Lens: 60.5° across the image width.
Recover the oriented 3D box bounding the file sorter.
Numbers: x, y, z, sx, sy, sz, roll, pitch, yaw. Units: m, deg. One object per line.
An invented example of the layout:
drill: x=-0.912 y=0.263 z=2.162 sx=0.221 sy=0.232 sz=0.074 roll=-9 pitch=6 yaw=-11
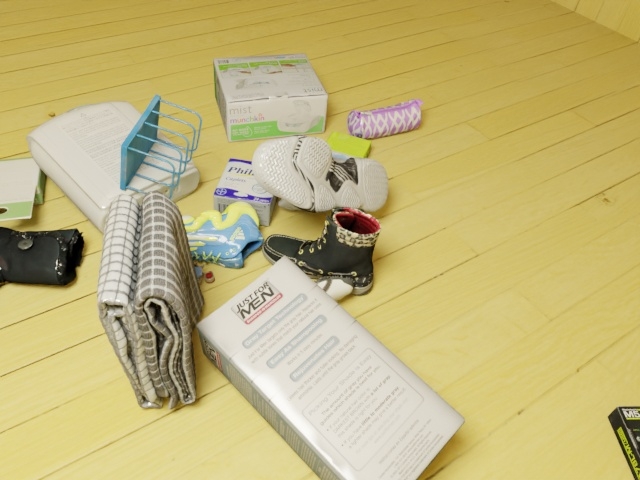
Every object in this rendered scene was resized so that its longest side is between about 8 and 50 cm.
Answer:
file sorter: x=-0.316 y=-0.182 z=1.096 sx=0.104 sy=0.118 sz=0.170 roll=19 pitch=48 yaw=-7

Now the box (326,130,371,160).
box: x=0.050 y=-0.197 z=1.350 sx=0.109 sy=0.042 sz=0.178 roll=17 pitch=46 yaw=11

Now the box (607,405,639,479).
box: x=0.585 y=0.353 z=0.864 sx=0.191 sy=0.045 sz=0.184 roll=1 pitch=43 yaw=-5

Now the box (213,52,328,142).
box: x=-0.137 y=-0.387 z=1.459 sx=0.262 sy=0.126 sz=0.231 roll=-9 pitch=48 yaw=-16

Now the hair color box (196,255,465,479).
hair color box: x=0.005 y=0.218 z=0.836 sx=0.374 sy=0.113 sz=0.185 roll=41 pitch=62 yaw=20

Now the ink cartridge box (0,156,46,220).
ink cartridge box: x=-0.672 y=-0.088 z=1.138 sx=0.171 sy=0.056 sz=0.235 roll=-8 pitch=43 yaw=-15

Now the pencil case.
pencil case: x=0.169 y=-0.324 z=1.460 sx=0.206 sy=0.088 sz=0.086 roll=-16 pitch=51 yaw=-22

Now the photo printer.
photo printer: x=-0.458 y=-0.178 z=1.197 sx=0.307 sy=0.107 sz=0.256 roll=41 pitch=52 yaw=17

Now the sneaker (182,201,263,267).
sneaker: x=-0.221 y=0.008 z=1.083 sx=0.240 sy=0.091 sz=0.126 roll=-25 pitch=61 yaw=-19

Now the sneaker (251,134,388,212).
sneaker: x=-0.039 y=-0.121 z=1.108 sx=0.210 sy=0.137 sz=0.366 roll=3 pitch=-1 yaw=40

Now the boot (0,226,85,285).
boot: x=-0.564 y=0.057 z=0.989 sx=0.207 sy=0.094 sz=0.246 roll=4 pitch=39 yaw=3

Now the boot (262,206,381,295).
boot: x=0.002 y=-0.001 z=1.050 sx=0.236 sy=0.178 sz=0.085 roll=20 pitch=50 yaw=11

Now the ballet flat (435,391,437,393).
ballet flat: x=0.138 y=0.268 z=0.906 sx=0.114 sy=0.041 sz=0.041 roll=3 pitch=45 yaw=-4

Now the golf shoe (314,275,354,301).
golf shoe: x=-0.021 y=0.129 z=1.005 sx=0.198 sy=0.077 sz=0.094 roll=-18 pitch=61 yaw=-14

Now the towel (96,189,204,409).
towel: x=-0.251 y=0.098 z=0.852 sx=0.121 sy=0.283 sz=0.235 roll=-9 pitch=44 yaw=-10

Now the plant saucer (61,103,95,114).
plant saucer: x=-0.555 y=-0.273 z=1.361 sx=0.195 sy=0.037 sz=0.195 roll=3 pitch=45 yaw=-3

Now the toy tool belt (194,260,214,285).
toy tool belt: x=-0.245 y=0.064 z=1.049 sx=0.083 sy=0.051 sz=0.052 roll=-6 pitch=46 yaw=-13

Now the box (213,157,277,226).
box: x=-0.160 y=-0.109 z=1.218 sx=0.126 sy=0.072 sz=0.137 roll=9 pitch=44 yaw=2
